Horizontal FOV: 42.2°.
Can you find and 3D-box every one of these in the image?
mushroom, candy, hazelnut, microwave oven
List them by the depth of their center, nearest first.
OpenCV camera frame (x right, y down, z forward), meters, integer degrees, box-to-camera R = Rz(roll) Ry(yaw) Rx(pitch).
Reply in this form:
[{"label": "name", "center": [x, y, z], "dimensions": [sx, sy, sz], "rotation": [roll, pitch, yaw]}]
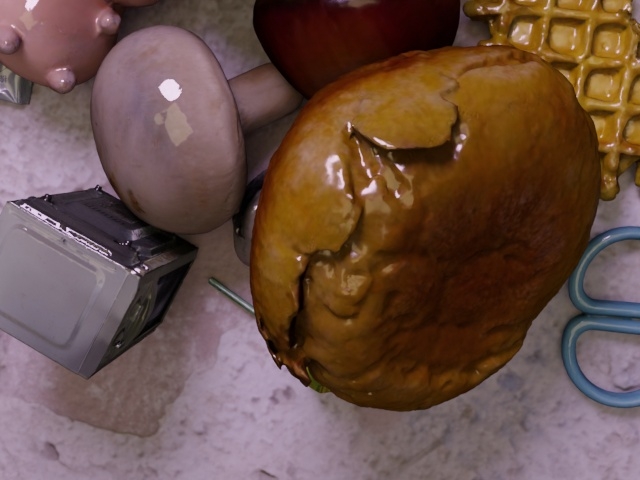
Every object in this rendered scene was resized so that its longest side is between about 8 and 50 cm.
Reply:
[{"label": "hazelnut", "center": [0.045, -0.212, 0.801], "dimensions": [0.208, 0.208, 0.208], "rotation": [1, 96, 6]}, {"label": "mushroom", "center": [-0.117, -0.118, 0.831], "dimensions": [0.215, 0.207, 0.207], "rotation": [-25, 94, -26]}, {"label": "microwave oven", "center": [-0.228, 0.027, 0.834], "dimensions": [0.163, 0.205, 0.129], "rotation": [31, 99, 1]}, {"label": "candy", "center": [-0.045, 0.097, 0.906], "dimensions": [0.194, 0.062, 0.058], "rotation": [36, 143, 10]}]

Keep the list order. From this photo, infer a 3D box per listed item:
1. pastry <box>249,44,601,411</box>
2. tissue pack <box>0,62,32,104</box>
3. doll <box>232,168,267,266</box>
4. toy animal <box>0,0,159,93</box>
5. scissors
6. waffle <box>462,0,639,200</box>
[{"label": "pastry", "center": [0.100, -0.007, 0.730], "dimensions": [0.356, 0.164, 0.356], "rotation": [-13, 118, -27]}, {"label": "tissue pack", "center": [-0.408, -0.222, 0.915], "dimensions": [0.193, 0.026, 0.123], "rotation": [9, 98, 5]}, {"label": "doll", "center": [0.000, 0.000, 0.862], "dimensions": [0.192, 0.095, 0.149], "rotation": [27, 93, 4]}, {"label": "toy animal", "center": [-0.232, -0.268, 0.831], "dimensions": [0.250, 0.154, 0.166], "rotation": [-51, 131, 0]}, {"label": "scissors", "center": [0.479, 0.095, 0.852], "dimensions": [0.447, 0.029, 0.193], "rotation": [5, 97, 6]}, {"label": "waffle", "center": [0.282, -0.190, 0.825], "dimensions": [0.259, 0.069, 0.293], "rotation": [-32, 91, 8]}]
